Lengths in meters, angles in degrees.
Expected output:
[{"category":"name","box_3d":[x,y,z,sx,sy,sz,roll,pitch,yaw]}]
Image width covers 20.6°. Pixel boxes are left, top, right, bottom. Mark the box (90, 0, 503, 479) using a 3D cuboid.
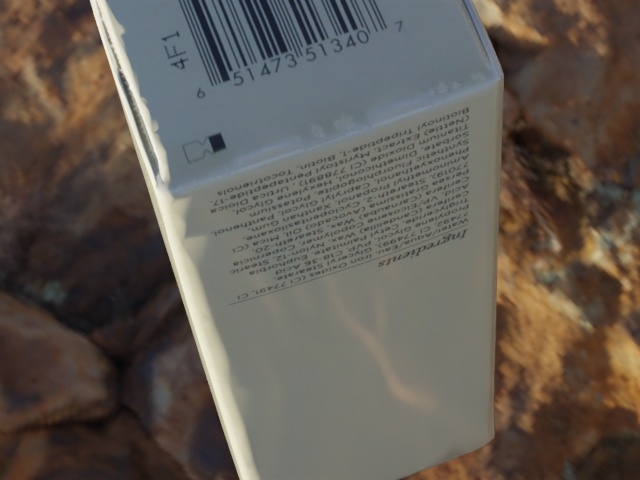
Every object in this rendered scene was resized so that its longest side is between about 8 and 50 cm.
[{"category":"box","box_3d":[0.000,0.000,0.633,0.113,0.275,0.094,-18,61,-7]}]
